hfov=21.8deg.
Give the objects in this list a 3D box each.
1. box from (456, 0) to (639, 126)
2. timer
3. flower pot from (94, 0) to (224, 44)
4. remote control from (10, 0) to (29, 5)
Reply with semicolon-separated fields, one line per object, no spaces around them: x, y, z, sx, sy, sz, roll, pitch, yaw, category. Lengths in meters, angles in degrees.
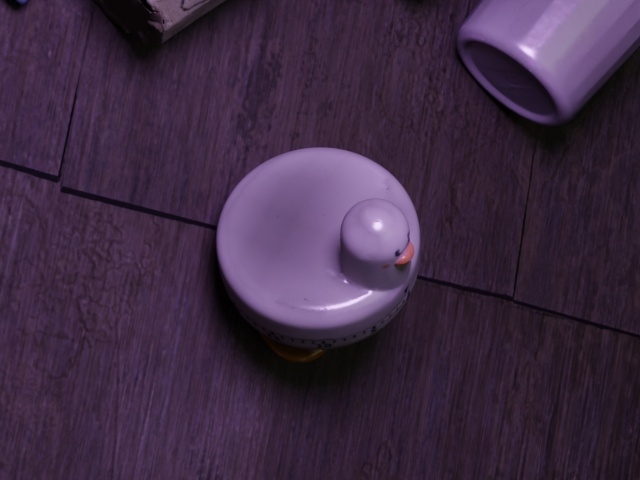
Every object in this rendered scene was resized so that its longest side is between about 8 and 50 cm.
0.277;-0.287;2.073;0.291;0.262;0.206;37;77;11;box
0.000;0.000;1.840;0.233;0.233;0.240;-55;162;-22;timer
-0.144;-0.322;1.776;0.202;0.212;0.212;-44;114;-19;flower pot
-0.348;-0.309;1.718;0.027;0.043;0.152;-40;113;-16;remote control
